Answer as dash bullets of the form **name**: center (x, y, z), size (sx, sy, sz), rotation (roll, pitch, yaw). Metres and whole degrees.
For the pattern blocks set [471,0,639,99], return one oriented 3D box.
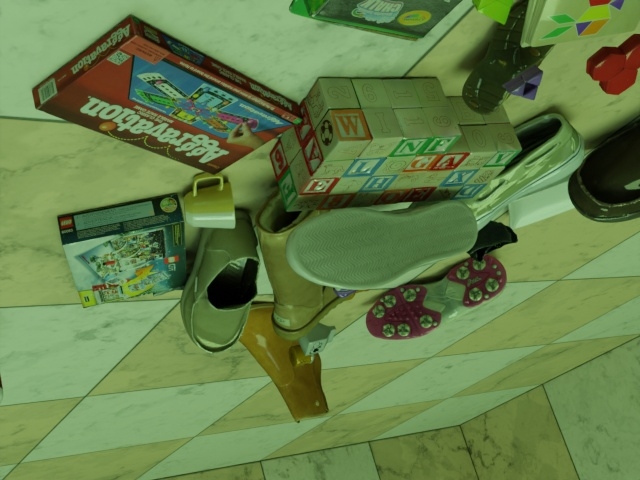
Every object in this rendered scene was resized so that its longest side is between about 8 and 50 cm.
- **pattern blocks set**: center (0.286, -0.275, 0.921), size (0.285, 0.026, 0.325), rotation (-7, 142, -23)

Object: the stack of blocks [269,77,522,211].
- **stack of blocks**: center (0.106, -0.123, 1.151), size (0.297, 0.087, 0.171), rotation (-5, 155, -28)

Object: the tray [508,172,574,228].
- **tray**: center (0.450, -0.097, 1.551), size (0.270, 0.030, 0.145), rotation (-20, 159, 6)

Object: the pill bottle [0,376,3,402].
- **pill bottle**: center (-0.533, 0.209, 1.343), size (0.108, 0.180, 0.108), rotation (-15, 159, -6)

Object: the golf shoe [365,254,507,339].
- **golf shoe**: center (0.245, 0.133, 1.846), size (0.306, 0.115, 0.140), rotation (-22, 161, 14)

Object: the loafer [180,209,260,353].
- **loafer**: center (-0.147, 0.081, 1.335), size (0.101, 0.092, 0.269), rotation (-5, 132, -20)

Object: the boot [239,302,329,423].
- **boot**: center (-0.070, 0.243, 1.733), size (0.104, 0.211, 0.295), rotation (-26, 157, 19)

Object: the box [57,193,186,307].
- **box**: center (-0.272, 0.020, 1.268), size (0.159, 0.044, 0.233), rotation (-12, 158, -13)

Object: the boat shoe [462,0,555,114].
- **boat shoe**: center (0.232, -0.225, 1.054), size (0.060, 0.064, 0.178), rotation (-43, 172, -45)

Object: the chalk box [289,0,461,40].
- **chalk box**: center (0.054, -0.258, 0.734), size (0.132, 0.132, 0.213), rotation (1, 153, -41)

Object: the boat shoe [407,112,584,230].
- **boat shoe**: center (0.241, -0.095, 1.334), size (0.302, 0.109, 0.094), rotation (-32, 139, 13)

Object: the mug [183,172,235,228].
- **mug**: center (-0.149, -0.051, 1.192), size (0.064, 0.078, 0.062), rotation (-6, -172, -9)

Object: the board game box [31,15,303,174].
- **board game box**: center (-0.155, -0.146, 0.983), size (0.145, 0.027, 0.281), rotation (-27, 156, 26)

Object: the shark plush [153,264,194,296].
- **shark plush**: center (-0.180, 0.065, 1.414), size (0.161, 0.067, 0.073), rotation (-2, 154, -33)

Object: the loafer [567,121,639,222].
- **loafer**: center (0.544, -0.157, 1.371), size (0.366, 0.134, 0.130), rotation (-29, 153, 4)

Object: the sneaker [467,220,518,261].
- **sneaker**: center (0.253, 0.001, 1.558), size (0.170, 0.089, 0.051), rotation (-31, 154, 31)

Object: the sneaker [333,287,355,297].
- **sneaker**: center (0.071, 0.032, 1.368), size (0.170, 0.068, 0.071), rotation (-30, 151, -43)

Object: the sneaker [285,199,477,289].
- **sneaker**: center (0.050, 0.012, 1.211), size (0.292, 0.108, 0.169), rotation (-7, 177, -34)

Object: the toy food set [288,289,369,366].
- **toy food set**: center (0.006, 0.130, 1.639), size (0.104, 0.111, 0.232), rotation (-11, 140, -24)

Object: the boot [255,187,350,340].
- **boot**: center (0.000, 0.000, 1.338), size (0.236, 0.089, 0.270), rotation (-52, 155, -33)
